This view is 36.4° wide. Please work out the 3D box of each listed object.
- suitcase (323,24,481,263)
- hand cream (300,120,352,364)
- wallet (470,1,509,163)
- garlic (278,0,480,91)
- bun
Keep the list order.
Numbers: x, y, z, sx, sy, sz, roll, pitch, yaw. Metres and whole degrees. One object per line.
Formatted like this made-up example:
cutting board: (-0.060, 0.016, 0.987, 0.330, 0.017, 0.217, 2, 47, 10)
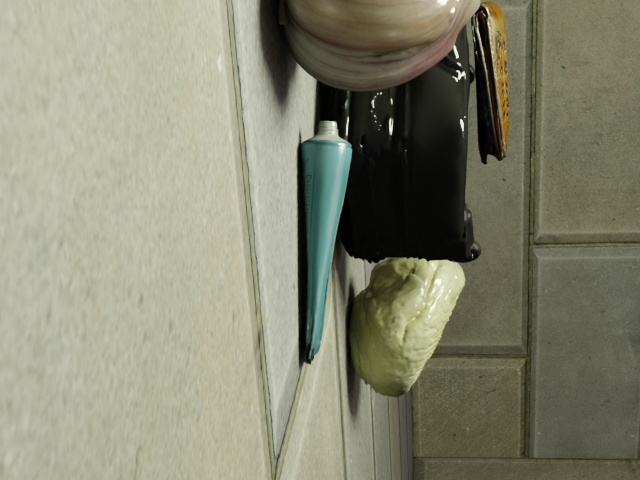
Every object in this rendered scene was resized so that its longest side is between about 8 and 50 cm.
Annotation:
suitcase: (0.106, -0.173, 1.175, 0.339, 0.188, 0.345, 79, 14, -61)
hand cream: (0.000, 0.000, 0.916, 0.083, 0.048, 0.224, -35, 128, -84)
wallet: (0.220, -0.206, 1.248, 0.161, 0.042, 0.195, -56, 143, -72)
garlic: (0.059, -0.253, 0.813, 0.207, 0.257, 0.207, 47, -10, 11)
bun: (0.108, 0.107, 1.361, 0.220, 0.134, 0.220, -60, 170, -18)
